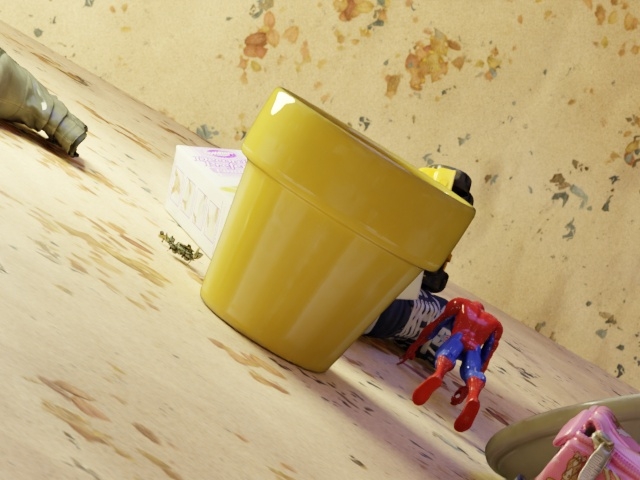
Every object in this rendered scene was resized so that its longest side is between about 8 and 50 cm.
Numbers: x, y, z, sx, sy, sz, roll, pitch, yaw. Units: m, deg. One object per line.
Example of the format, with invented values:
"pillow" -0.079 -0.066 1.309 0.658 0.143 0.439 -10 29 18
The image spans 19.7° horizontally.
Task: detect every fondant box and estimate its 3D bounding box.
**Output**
"fondant box" -0.036 -0.026 2.340 0.238 0.096 0.330 4 16 -23

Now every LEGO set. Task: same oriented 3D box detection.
"LEGO set" -0.164 0.011 2.136 0.054 0.023 0.083 33 -8 -12

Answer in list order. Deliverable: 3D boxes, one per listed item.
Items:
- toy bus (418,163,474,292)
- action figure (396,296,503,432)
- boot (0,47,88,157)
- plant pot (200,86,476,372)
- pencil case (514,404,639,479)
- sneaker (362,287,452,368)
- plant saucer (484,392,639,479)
"toy bus" 0.094 -0.038 2.542 0.211 0.149 0.220 19 -12 9
"action figure" 0.153 0.163 2.263 0.091 0.139 0.280 35 28 -2
"boot" -0.362 -0.167 2.317 0.161 0.083 0.246 37 6 -6
"plant pot" 0.000 0.000 1.972 0.254 0.239 0.254 31 6 -4
"pencil case" 0.345 0.306 1.599 0.386 0.160 0.167 36 6 27
"sneaker" 0.123 0.106 2.452 0.153 0.099 0.282 30 2 3
"plant saucer" 0.373 0.248 1.907 0.400 0.101 0.400 -1 -20 -1
